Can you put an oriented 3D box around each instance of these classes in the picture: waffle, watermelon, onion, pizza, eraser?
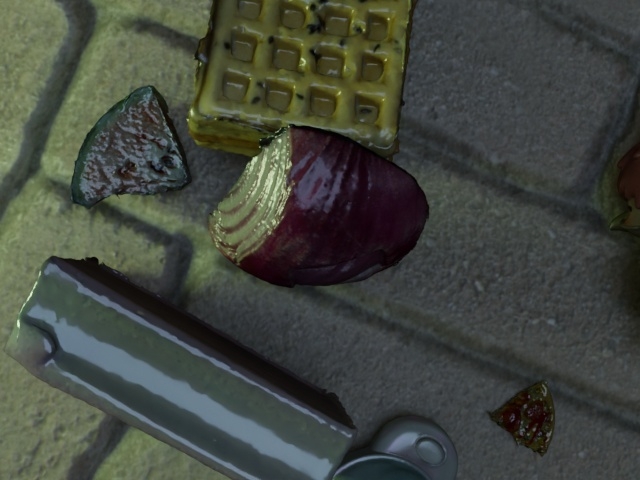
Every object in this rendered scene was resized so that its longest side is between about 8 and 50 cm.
[{"bbox_3d":[-0.004,-0.283,0.843,0.261,0.114,0.376,10,75,2],"label":"waffle"},{"bbox_3d":[-0.240,-0.103,0.879,0.139,0.071,0.187,34,77,-11],"label":"watermelon"},{"bbox_3d":[0.000,0.000,0.808,0.248,0.250,0.111,26,45,-18],"label":"onion"},{"bbox_3d":[0.304,0.265,0.948,0.100,0.029,0.099,-28,93,-6],"label":"pizza"},{"bbox_3d":[-0.154,0.157,0.775,0.359,0.272,0.122,30,85,-6],"label":"eraser"}]

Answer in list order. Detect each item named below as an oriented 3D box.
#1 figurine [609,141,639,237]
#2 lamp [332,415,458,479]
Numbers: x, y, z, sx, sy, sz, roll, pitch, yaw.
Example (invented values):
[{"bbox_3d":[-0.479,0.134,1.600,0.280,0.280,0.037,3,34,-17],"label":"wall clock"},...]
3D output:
[{"bbox_3d":[0.484,-0.036,0.923,0.207,0.166,0.386,-6,86,-41],"label":"figurine"},{"bbox_3d":[0.091,0.351,0.882,0.179,0.108,0.246,37,84,-9],"label":"lamp"}]
